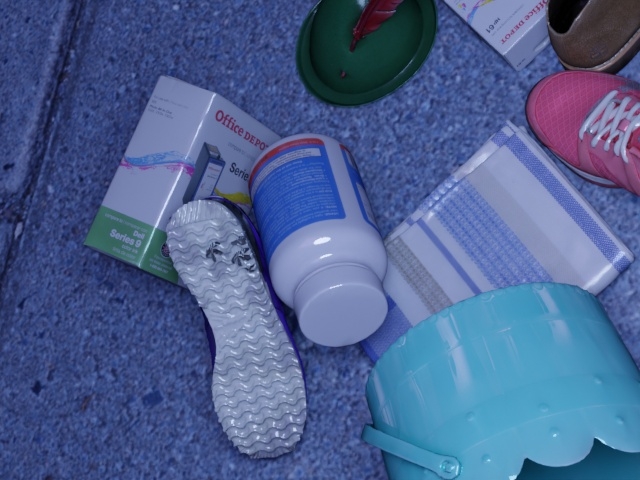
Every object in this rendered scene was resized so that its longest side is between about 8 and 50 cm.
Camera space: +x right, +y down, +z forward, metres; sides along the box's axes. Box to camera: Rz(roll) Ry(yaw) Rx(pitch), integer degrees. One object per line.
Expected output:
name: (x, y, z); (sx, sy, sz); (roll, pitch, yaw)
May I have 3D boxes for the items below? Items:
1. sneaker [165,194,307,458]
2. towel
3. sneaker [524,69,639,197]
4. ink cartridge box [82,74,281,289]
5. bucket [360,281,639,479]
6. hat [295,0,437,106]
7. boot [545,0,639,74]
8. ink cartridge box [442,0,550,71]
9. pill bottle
sneaker: (-0.075, 0.086, 1.406); (0.102, 0.146, 0.293); (-14, 98, 8)
towel: (0.161, 0.038, 1.341); (0.285, 0.034, 0.209); (-44, 62, 11)
sneaker: (0.323, -0.095, 1.236); (0.314, 0.136, 0.116); (35, 91, 32)
ink cartridge box: (-0.153, -0.059, 1.463); (0.093, 0.154, 0.212); (19, 83, 31)
bucket: (0.177, 0.180, 1.153); (0.281, 0.281, 0.183); (-31, 54, 16)
hat: (0.024, -0.266, 1.419); (0.208, 0.183, 0.173); (-31, 62, 16)
boot: (0.339, -0.309, 1.311); (0.112, 0.115, 0.305); (37, 91, 34)
ink cartridge box: (0.201, -0.257, 1.401); (0.088, 0.052, 0.122); (-45, 61, 8)
pill bottle: (0.000, 0.000, 1.348); (0.124, 0.124, 0.221); (-32, 42, 15)
